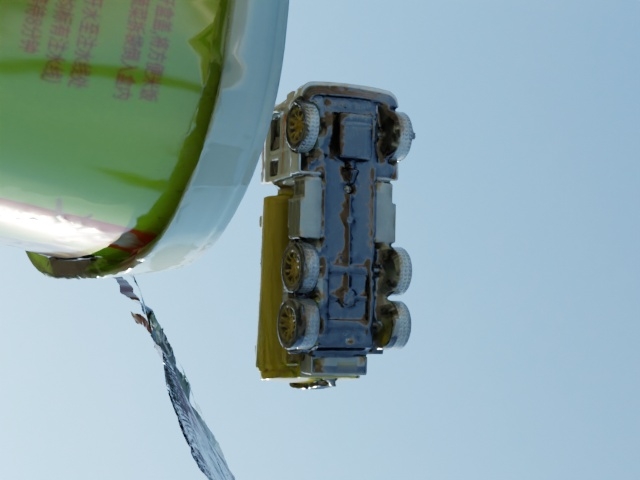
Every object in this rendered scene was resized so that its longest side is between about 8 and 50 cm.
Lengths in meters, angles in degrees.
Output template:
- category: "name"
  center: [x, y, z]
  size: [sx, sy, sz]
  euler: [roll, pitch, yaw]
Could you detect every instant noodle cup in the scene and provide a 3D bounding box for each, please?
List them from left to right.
- category: "instant noodle cup"
  center: [-0.204, -0.132, 0.541]
  size: [0.294, 0.308, 0.293]
  euler: [-24, -119, 54]

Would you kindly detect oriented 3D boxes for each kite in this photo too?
- category: "kite"
  center: [-0.085, 0.099, 0.800]
  size: [0.022, 0.204, 0.360]
  euler: [-31, -140, -7]

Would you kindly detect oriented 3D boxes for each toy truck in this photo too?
- category: "toy truck"
  center: [0.000, 0.000, 0.944]
  size: [0.114, 0.098, 0.226]
  euler: [-6, -99, 63]
